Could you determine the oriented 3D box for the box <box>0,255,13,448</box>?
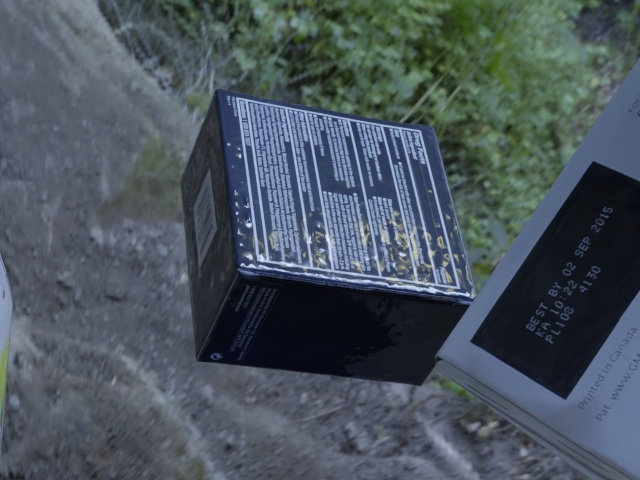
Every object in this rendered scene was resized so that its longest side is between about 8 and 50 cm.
[{"bbox_3d":[-0.388,0.096,1.055,0.289,0.087,0.169,-4,52,-3],"label":"box"}]

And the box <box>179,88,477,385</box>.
[{"bbox_3d":[0.000,0.000,1.673,0.294,0.183,0.296,8,47,-19],"label":"box"}]

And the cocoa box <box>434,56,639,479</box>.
[{"bbox_3d":[0.282,0.014,0.756,0.347,0.231,0.228,-55,134,-3],"label":"cocoa box"}]
